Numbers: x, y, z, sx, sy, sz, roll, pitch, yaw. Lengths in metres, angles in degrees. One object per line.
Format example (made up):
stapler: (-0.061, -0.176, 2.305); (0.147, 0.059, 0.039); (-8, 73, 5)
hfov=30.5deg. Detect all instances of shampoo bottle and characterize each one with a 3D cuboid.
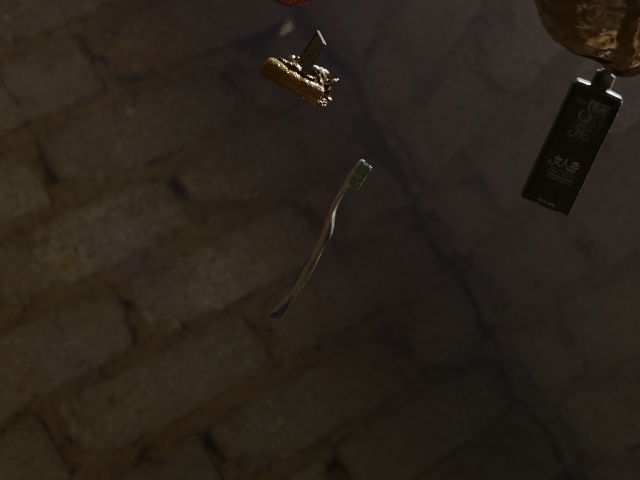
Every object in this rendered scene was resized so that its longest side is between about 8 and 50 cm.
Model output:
shampoo bottle: (0.473, -0.203, 2.140); (0.071, 0.098, 0.309); (-42, -25, -72)

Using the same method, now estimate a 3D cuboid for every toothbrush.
toothbrush: (0.000, 0.000, 1.718); (0.269, 0.027, 0.021); (-60, -33, -3)

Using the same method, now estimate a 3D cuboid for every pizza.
pizza: (-0.021, -0.332, 2.400); (0.194, 0.154, 0.069); (-27, -37, -65)

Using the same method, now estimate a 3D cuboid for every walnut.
walnut: (0.460, -0.390, 1.709); (0.306, 0.306, 0.344); (-34, 23, 23)

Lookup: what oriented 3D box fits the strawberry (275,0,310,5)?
strawberry: (-0.040, -0.401, 1.760); (0.106, 0.106, 0.106); (-30, -7, -4)

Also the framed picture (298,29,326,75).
framed picture: (-0.015, -0.325, 2.037); (0.066, 0.006, 0.089); (-57, 20, 16)
